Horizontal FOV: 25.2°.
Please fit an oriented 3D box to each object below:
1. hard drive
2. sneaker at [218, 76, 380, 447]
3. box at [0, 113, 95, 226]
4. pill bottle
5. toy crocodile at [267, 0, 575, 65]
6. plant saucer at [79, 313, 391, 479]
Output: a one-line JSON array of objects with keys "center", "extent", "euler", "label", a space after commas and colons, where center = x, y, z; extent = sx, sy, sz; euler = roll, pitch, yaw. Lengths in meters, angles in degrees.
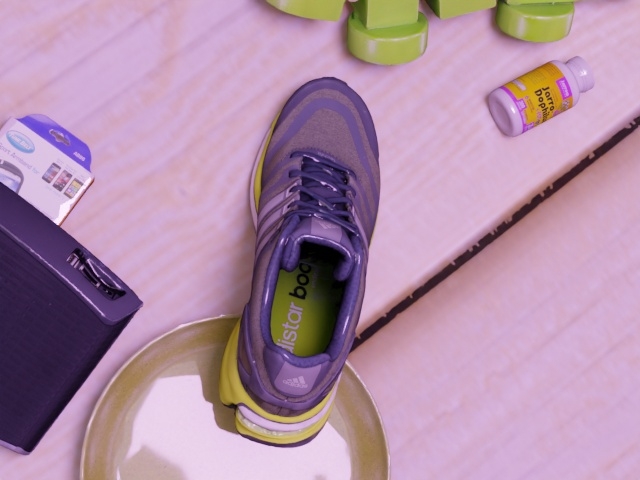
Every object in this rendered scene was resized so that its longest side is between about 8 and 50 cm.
[{"center": [-0.279, 0.034, 1.054], "extent": [0.254, 0.054, 0.172], "euler": [37, 100, -5], "label": "hard drive"}, {"center": [0.000, 0.000, 1.078], "extent": [0.111, 0.121, 0.300], "euler": [11, 63, -11], "label": "sneaker"}, {"center": [-0.237, -0.030, 1.106], "extent": [0.081, 0.028, 0.136], "euler": [36, 77, -5], "label": "box"}, {"center": [0.184, -0.122, 1.183], "extent": [0.083, 0.043, 0.043], "euler": [-28, 90, -12], "label": "pill bottle"}, {"center": [0.116, -0.225, 1.157], "extent": [0.340, 0.105, 0.115], "euler": [-9, 127, -12], "label": "toy crocodile"}, {"center": [-0.066, 0.178, 1.110], "extent": [0.240, 0.037, 0.241], "euler": [1, 84, -11], "label": "plant saucer"}]
